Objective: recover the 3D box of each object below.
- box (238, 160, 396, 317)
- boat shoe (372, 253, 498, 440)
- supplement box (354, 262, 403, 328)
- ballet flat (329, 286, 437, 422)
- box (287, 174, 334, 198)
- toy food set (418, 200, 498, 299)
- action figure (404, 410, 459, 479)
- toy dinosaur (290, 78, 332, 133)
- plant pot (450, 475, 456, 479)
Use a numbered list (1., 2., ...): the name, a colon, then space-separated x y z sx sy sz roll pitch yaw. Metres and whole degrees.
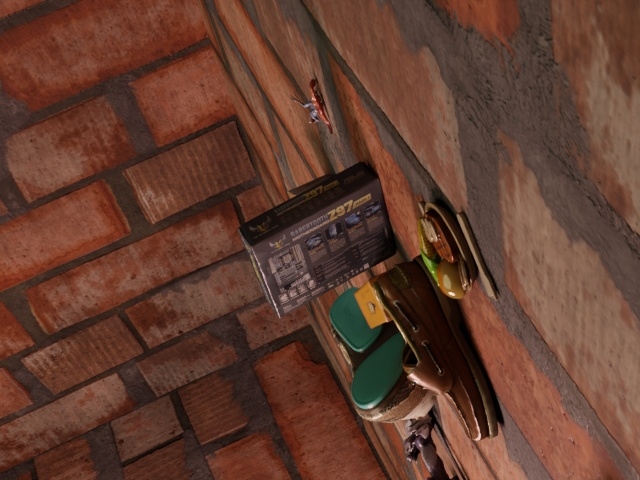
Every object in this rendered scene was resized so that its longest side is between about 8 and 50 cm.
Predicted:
1. box: 0.000 0.000 1.596 0.059 0.232 0.183 51 166 42
2. boat shoe: 0.166 0.169 1.454 0.111 0.104 0.307 -141 27 -76
3. supplement box: 0.116 0.100 1.734 0.078 0.080 0.233 64 175 5
4. ballet flat: 0.136 0.237 1.887 0.182 0.164 0.483 45 -174 -19
5. box: 0.013 -0.036 1.990 0.130 0.091 0.171 -154 40 -80
6. toy food set: 0.156 0.015 1.251 0.192 0.038 0.132 -151 36 -79
7. action figure: 0.223 0.443 2.068 0.185 0.099 0.285 58 -172 -65
8. toy dinosaur: -0.004 -0.239 1.702 0.090 0.047 0.082 31 158 7
9. plant pot: 0.286 0.567 2.148 0.079 0.083 0.083 50 169 17
